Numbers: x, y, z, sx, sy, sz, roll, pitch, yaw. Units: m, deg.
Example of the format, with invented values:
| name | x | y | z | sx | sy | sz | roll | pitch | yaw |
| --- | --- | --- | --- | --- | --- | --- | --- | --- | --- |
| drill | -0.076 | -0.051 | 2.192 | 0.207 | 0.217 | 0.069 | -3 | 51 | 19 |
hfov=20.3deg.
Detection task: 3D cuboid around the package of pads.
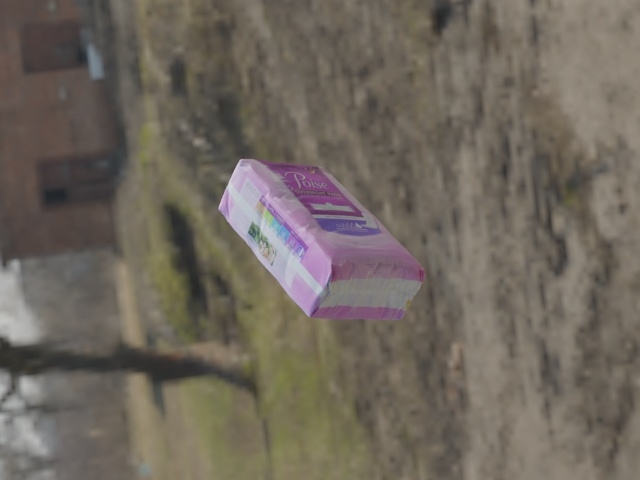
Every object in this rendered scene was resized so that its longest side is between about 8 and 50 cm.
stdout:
| name | x | y | z | sx | sy | sz | roll | pitch | yaw |
| --- | --- | --- | --- | --- | --- | --- | --- | --- | --- |
| package of pads | 0.000 | 0.000 | 0.728 | 0.083 | 0.050 | 0.032 | 48 | 122 | 43 |
